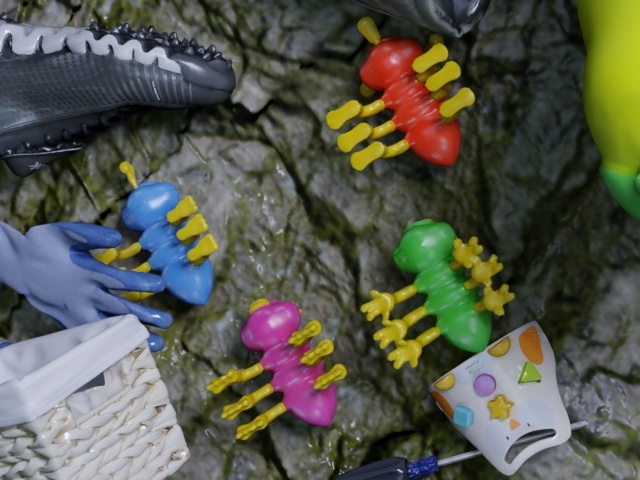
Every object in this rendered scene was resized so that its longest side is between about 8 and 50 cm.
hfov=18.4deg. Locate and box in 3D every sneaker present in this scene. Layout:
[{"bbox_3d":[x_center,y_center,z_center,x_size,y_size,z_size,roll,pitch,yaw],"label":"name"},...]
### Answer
[{"bbox_3d":[-0.165,-0.091,1.280,0.234,0.078,0.106,8,99,17],"label":"sneaker"}]

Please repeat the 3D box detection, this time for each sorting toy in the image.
[{"bbox_3d":[0.117,0.104,1.234,0.083,0.045,0.075,-35,81,15],"label":"sorting toy"}]

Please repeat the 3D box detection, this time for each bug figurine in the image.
[{"bbox_3d":[0.000,0.000,1.242,0.279,0.072,0.216,-29,81,20],"label":"bug figurine"}]

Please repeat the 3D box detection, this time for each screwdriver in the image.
[{"bbox_3d":[0.088,0.136,1.259,0.170,0.024,0.025,-21,118,14],"label":"screwdriver"}]

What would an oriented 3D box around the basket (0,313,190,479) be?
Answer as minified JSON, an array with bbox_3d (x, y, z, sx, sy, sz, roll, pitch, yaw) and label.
[{"bbox_3d":[-0.179,0.123,1.224,0.167,0.113,0.103,-17,101,43],"label":"basket"}]

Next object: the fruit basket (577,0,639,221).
[{"bbox_3d":[0.255,-0.177,0.977,0.283,0.392,0.392,4,97,-24],"label":"fruit basket"}]

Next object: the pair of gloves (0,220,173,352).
[{"bbox_3d":[-0.162,0.072,1.279,0.159,0.023,0.198,20,122,31],"label":"pair of gloves"}]

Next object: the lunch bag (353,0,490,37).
[{"bbox_3d":[0.002,-0.275,1.148,0.235,0.169,0.287,23,134,25],"label":"lunch bag"}]
